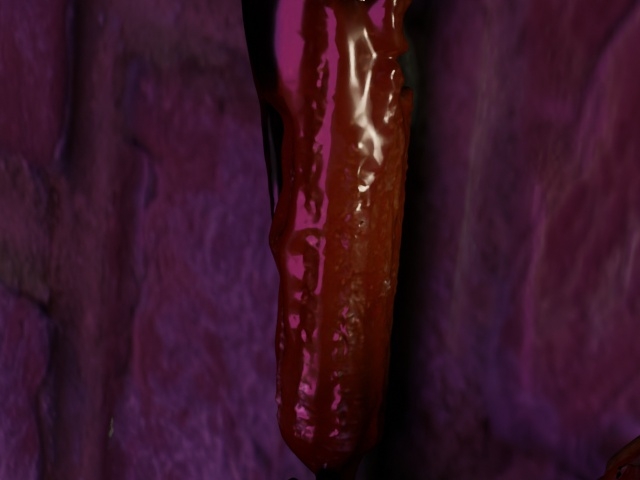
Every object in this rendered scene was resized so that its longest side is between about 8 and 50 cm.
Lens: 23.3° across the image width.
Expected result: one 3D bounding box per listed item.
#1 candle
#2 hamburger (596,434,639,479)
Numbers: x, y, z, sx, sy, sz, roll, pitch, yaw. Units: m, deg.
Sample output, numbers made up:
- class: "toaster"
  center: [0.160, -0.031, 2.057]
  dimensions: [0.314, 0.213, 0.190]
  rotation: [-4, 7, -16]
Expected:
- class: "candle"
  center: [0.000, 0.000, 0.644]
  dimensions: [0.084, 0.059, 0.302]
  rotation: [20, 113, 56]
- class: "hamburger"
  center: [0.162, 0.151, 0.477]
  dimensions: [0.231, 0.106, 0.231]
  rotation: [24, 120, 49]
